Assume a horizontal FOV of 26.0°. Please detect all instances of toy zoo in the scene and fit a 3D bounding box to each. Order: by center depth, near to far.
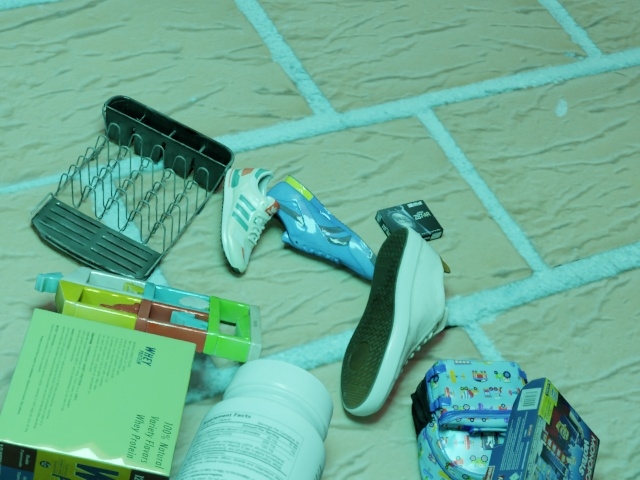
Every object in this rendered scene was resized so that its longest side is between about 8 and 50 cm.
[{"bbox_3d":[-0.221,0.089,1.777,0.293,0.030,0.192,13,11,-7],"label":"toy zoo"}]

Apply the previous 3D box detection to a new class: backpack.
[{"bbox_3d":[0.201,0.252,1.776,0.158,0.117,0.173,6,50,-11],"label":"backpack"}]

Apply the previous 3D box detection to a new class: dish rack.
[{"bbox_3d":[-0.269,-0.070,1.951,0.208,0.074,0.271,26,47,8],"label":"dish rack"}]

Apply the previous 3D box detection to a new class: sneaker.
[{"bbox_3d":[0.119,0.125,1.877,0.123,0.106,0.290,36,55,-24],"label":"sneaker"},{"bbox_3d":[-0.097,-0.032,1.947,0.075,0.057,0.161,-6,64,12],"label":"sneaker"},{"bbox_3d":[0.000,0.000,1.988,0.209,0.069,0.082,42,79,11],"label":"sneaker"}]

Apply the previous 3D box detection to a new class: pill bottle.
[{"bbox_3d":[-0.086,0.286,1.622,0.160,0.160,0.283,21,46,2],"label":"pill bottle"}]

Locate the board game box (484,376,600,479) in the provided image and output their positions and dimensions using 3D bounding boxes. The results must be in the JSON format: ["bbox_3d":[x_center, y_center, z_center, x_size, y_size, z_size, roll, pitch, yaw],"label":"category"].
[{"bbox_3d":[0.283,0.304,1.706,0.194,0.060,0.194,49,46,-33],"label":"board game box"}]

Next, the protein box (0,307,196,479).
[{"bbox_3d":[-0.270,0.216,1.644,0.201,0.136,0.200,13,45,-5],"label":"protein box"}]

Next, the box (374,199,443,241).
[{"bbox_3d":[0.133,-0.024,2.073,0.083,0.018,0.067,-14,55,-27],"label":"box"}]
